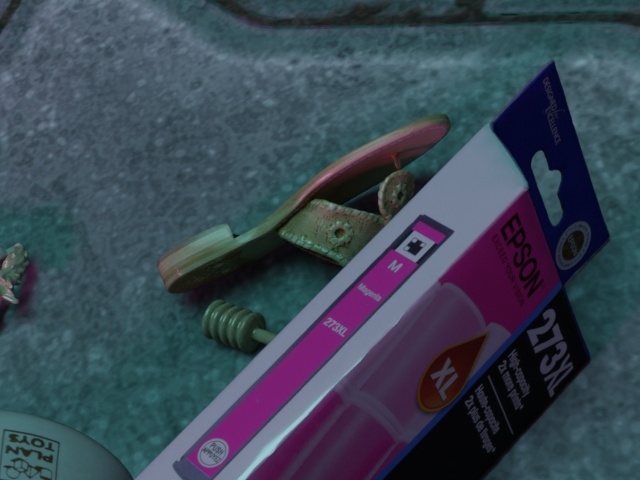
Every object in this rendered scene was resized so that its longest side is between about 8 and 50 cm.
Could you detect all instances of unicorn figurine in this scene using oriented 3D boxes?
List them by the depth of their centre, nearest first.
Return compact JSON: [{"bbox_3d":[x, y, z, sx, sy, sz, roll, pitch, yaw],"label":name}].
[{"bbox_3d":[-0.305,0.027,1.170,0.162,0.060,0.111,4,51,8],"label":"unicorn figurine"}]

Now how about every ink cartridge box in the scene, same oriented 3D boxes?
[{"bbox_3d":[0.057,0.079,0.860,0.069,0.176,0.371,29,67,40],"label":"ink cartridge box"}]

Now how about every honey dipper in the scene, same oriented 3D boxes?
[{"bbox_3d":[-0.012,0.077,1.002,0.161,0.030,0.030,19,61,32],"label":"honey dipper"}]

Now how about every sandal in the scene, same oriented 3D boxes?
[{"bbox_3d":[0.002,0.001,1.044,0.240,0.088,0.079,-27,76,11],"label":"sandal"}]

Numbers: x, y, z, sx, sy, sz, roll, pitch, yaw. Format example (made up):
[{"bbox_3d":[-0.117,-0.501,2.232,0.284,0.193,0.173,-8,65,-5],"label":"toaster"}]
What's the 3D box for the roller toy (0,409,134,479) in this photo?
[{"bbox_3d":[-0.201,0.196,0.870,0.209,0.191,0.146,-16,46,13],"label":"roller toy"}]
